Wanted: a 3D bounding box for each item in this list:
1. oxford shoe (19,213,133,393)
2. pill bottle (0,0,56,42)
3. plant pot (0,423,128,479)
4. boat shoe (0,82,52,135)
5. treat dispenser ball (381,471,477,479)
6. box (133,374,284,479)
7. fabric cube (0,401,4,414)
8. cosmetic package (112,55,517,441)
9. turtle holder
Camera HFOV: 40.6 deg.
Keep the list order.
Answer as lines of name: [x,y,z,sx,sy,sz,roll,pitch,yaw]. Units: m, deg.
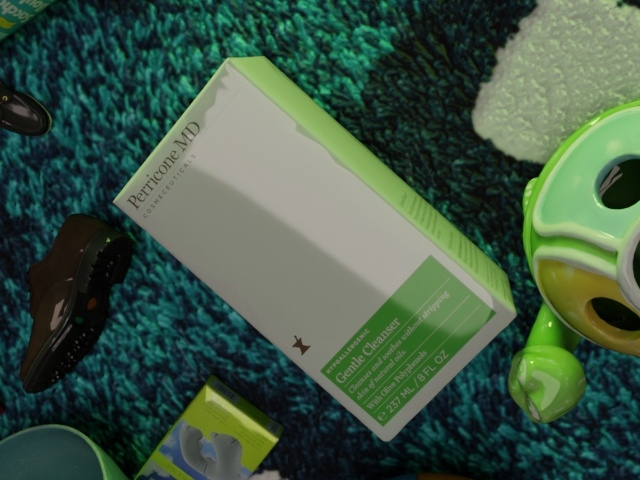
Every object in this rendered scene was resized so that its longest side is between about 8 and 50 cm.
oxford shoe: [-0.298,0.071,0.994,0.096,0.083,0.227,32,103,20]
pill bottle: [-0.351,-0.284,0.890,0.264,0.146,0.146,-32,95,12]
plant pot: [-0.295,0.382,0.966,0.290,0.290,0.195,-28,131,12]
boat shoe: [-0.367,-0.155,0.971,0.133,0.042,0.049,29,101,0]
treat dispenser ball: [0.116,0.383,0.880,0.288,0.288,0.288,1,101,7]
box: [-0.138,0.260,1.017,0.109,0.042,0.178,36,102,0]
fabric cube: [-0.550,0.145,0.942,0.254,0.259,0.258,-16,100,9]
cosmetic package: [0.000,0.000,0.894,0.365,0.155,0.197,40,105,-2]
turtle holder: [0.295,0.005,0.817,0.320,0.227,0.243,-23,97,11]
